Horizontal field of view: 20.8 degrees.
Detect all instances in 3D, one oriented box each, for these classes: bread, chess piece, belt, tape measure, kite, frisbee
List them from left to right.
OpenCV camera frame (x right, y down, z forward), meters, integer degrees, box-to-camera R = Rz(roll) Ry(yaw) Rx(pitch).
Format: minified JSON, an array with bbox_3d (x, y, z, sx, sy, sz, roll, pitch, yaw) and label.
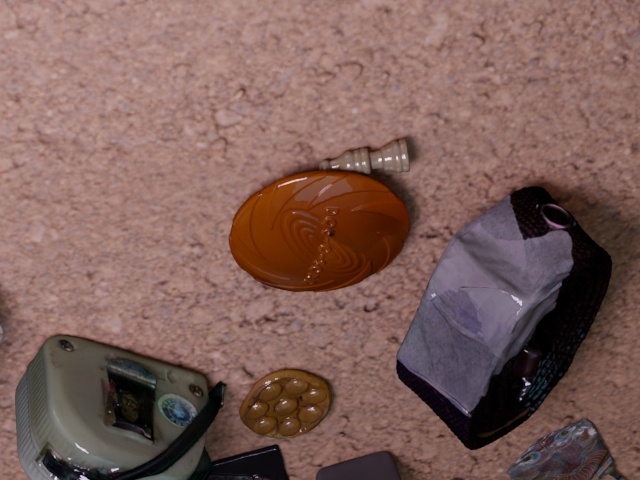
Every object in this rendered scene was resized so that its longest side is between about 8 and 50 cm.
[{"bbox_3d":[-0.199,0.207,1.867,0.235,0.207,0.115,19,121,-26],"label":"tape measure"},{"bbox_3d":[-0.040,0.189,2.012,0.110,0.024,0.110,-7,131,-8],"label":"bread"},{"bbox_3d":[0.000,0.000,1.829,0.192,0.035,0.192,-4,141,-4],"label":"frisbee"},{"bbox_3d":[0.044,-0.080,1.792,0.092,0.035,0.035,-9,133,-2],"label":"chess piece"},{"bbox_3d":[0.189,0.077,1.888,0.184,0.164,0.289,-14,139,-41],"label":"belt"},{"bbox_3d":[0.346,0.304,2.228,0.127,0.016,0.229,-38,129,23],"label":"kite"}]

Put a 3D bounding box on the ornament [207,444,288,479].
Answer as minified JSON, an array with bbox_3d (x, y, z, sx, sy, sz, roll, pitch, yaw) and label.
[{"bbox_3d":[-0.083,0.373,2.051,0.166,0.196,0.153,-17,134,-2],"label":"ornament"}]

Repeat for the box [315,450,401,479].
[{"bbox_3d":[0.066,0.354,2.039,0.103,0.243,0.055,-15,130,-2],"label":"box"}]

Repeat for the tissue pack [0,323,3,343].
[{"bbox_3d":[-0.431,0.159,1.796,0.159,0.145,0.229,9,127,-22],"label":"tissue pack"}]
